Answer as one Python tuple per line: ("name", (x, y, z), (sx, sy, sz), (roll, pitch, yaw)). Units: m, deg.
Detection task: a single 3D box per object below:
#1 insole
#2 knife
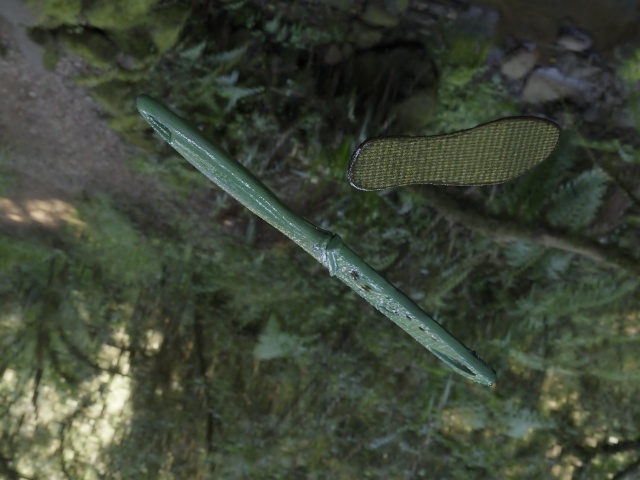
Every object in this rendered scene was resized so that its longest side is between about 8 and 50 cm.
("insole", (0.141, -0.085, 0.993), (0.253, 0.086, 0.005), (-8, -139, -23))
("knife", (-0.001, 0.002, 0.620), (0.293, 0.020, 0.043), (40, 160, -7))
